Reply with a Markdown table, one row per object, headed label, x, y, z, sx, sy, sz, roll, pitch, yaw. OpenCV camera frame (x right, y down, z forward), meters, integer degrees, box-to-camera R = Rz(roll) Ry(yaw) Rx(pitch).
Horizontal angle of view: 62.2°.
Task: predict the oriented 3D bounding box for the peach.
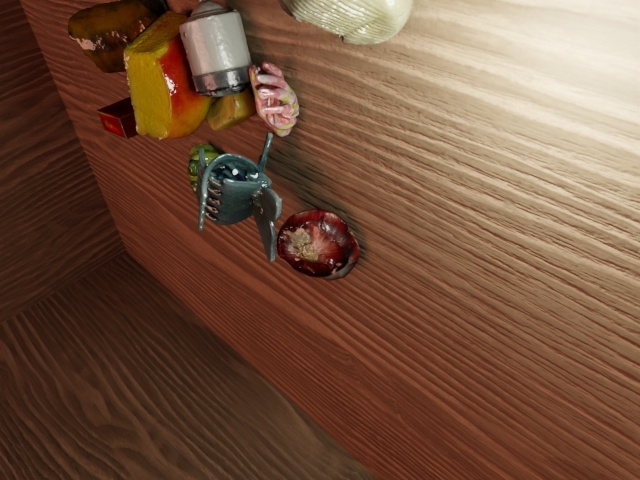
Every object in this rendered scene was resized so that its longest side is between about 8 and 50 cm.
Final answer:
| label | x | y | z | sx | sy | sz | roll | pitch | yaw |
| --- | --- | --- | --- | --- | --- | --- | --- | --- | --- |
| peach | -0.455 | -0.526 | 1.696 | 0.243 | 0.306 | 0.379 | 10 | 117 | 24 |

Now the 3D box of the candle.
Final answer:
| label | x | y | z | sx | sy | sz | roll | pitch | yaw |
| --- | --- | --- | --- | --- | --- | --- | --- | --- | --- |
| candle | -0.309 | -0.584 | 1.524 | 0.188 | 0.188 | 0.329 | 12 | 121 | 51 |

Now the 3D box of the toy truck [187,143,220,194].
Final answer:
| label | x | y | z | sx | sy | sz | roll | pitch | yaw |
| --- | --- | --- | --- | --- | --- | --- | --- | --- | --- |
| toy truck | -0.459 | -0.298 | 2.105 | 0.187 | 0.149 | 0.210 | 108 | 147 | -57 |

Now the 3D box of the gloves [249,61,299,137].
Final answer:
| label | x | y | z | sx | sy | sz | roll | pitch | yaw |
| --- | --- | --- | --- | --- | --- | --- | --- | --- | --- |
| gloves | -0.130 | -0.413 | 1.517 | 0.241 | 0.126 | 0.145 | 99 | 157 | -56 |

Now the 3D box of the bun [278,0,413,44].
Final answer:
| label | x | y | z | sx | sy | sz | roll | pitch | yaw |
| --- | --- | --- | --- | --- | --- | --- | --- | --- | --- |
| bun | 0.059 | -0.519 | 1.020 | 0.282 | 0.282 | 0.204 | 11 | 95 | 51 |

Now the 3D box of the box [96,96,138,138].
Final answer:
| label | x | y | z | sx | sy | sz | roll | pitch | yaw |
| --- | --- | --- | --- | --- | --- | --- | --- | --- | --- |
| box | -0.637 | -0.489 | 1.973 | 0.198 | 0.313 | 0.089 | 24 | 138 | 43 |

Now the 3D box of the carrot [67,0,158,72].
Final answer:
| label | x | y | z | sx | sy | sz | roll | pitch | yaw |
| --- | --- | --- | --- | --- | --- | --- | --- | --- | --- |
| carrot | -0.674 | -0.722 | 1.872 | 0.241 | 0.341 | 0.241 | -8 | -90 | -90 |

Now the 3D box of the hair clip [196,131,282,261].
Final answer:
| label | x | y | z | sx | sy | sz | roll | pitch | yaw |
| --- | --- | --- | --- | --- | --- | --- | --- | --- | --- |
| hair clip | -0.261 | -0.151 | 1.654 | 0.318 | 0.239 | 0.391 | 123 | 143 | -65 |

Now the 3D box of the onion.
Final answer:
| label | x | y | z | sx | sy | sz | roll | pitch | yaw |
| --- | --- | --- | --- | --- | --- | --- | --- | --- | --- |
| onion | 0.000 | 0.000 | 1.716 | 0.272 | 0.195 | 0.271 | 10 | 137 | 9 |

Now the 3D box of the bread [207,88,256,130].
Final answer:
| label | x | y | z | sx | sy | sz | roll | pitch | yaw |
| --- | --- | --- | --- | --- | --- | --- | --- | --- | --- |
| bread | -0.298 | -0.438 | 1.764 | 0.246 | 0.095 | 0.101 | -10 | 102 | 57 |

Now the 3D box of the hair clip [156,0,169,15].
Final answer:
| label | x | y | z | sx | sy | sz | roll | pitch | yaw |
| --- | --- | --- | --- | --- | --- | --- | --- | --- | --- |
| hair clip | -0.548 | -0.798 | 1.810 | 0.066 | 0.036 | 0.229 | 33 | 152 | 43 |
